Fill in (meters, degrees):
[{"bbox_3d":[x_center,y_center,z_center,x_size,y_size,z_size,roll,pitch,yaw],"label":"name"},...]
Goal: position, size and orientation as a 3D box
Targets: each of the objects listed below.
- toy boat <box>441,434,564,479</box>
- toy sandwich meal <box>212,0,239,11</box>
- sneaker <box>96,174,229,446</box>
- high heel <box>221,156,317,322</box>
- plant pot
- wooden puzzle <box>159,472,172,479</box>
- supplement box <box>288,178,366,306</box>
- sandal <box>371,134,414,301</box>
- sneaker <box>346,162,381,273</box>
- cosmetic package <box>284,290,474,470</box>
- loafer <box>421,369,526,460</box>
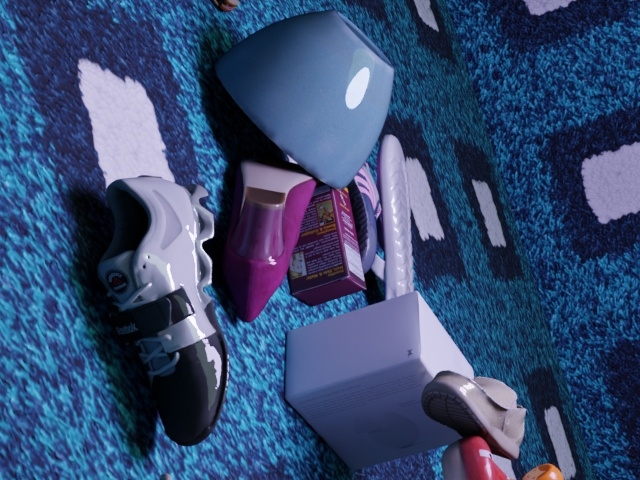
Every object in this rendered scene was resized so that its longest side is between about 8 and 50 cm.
[{"bbox_3d":[0.274,0.362,1.788,0.231,0.151,0.151,48,21,-35],"label":"toy boat"},{"bbox_3d":[-0.168,-0.426,2.117,0.085,0.029,0.085,53,26,-41],"label":"toy sandwich meal"},{"bbox_3d":[-0.200,0.078,1.476,0.146,0.122,0.330,14,59,-46],"label":"sneaker"},{"bbox_3d":[-0.088,-0.016,1.916,0.377,0.127,0.181,-59,161,-73],"label":"high heel"},{"bbox_3d":[0.003,-0.252,2.011,0.290,0.195,0.290,43,12,-12],"label":"plant pot"},{"bbox_3d":[-0.145,0.413,1.398,0.221,0.044,0.238,-85,154,-50],"label":"wooden puzzle"},{"bbox_3d":[0.000,0.000,2.061,0.081,0.104,0.188,36,40,-60],"label":"supplement box"},{"bbox_3d":[0.114,0.008,2.361,0.169,0.102,0.416,11,76,-78],"label":"sandal"},{"bbox_3d":[0.068,-0.046,2.203,0.131,0.112,0.319,34,33,-37],"label":"sneaker"},{"bbox_3d":[0.095,0.218,1.933,0.224,0.224,0.138,53,27,-42],"label":"cosmetic package"},{"bbox_3d":[0.226,0.237,1.823,0.268,0.102,0.092,47,60,-54],"label":"loafer"}]
